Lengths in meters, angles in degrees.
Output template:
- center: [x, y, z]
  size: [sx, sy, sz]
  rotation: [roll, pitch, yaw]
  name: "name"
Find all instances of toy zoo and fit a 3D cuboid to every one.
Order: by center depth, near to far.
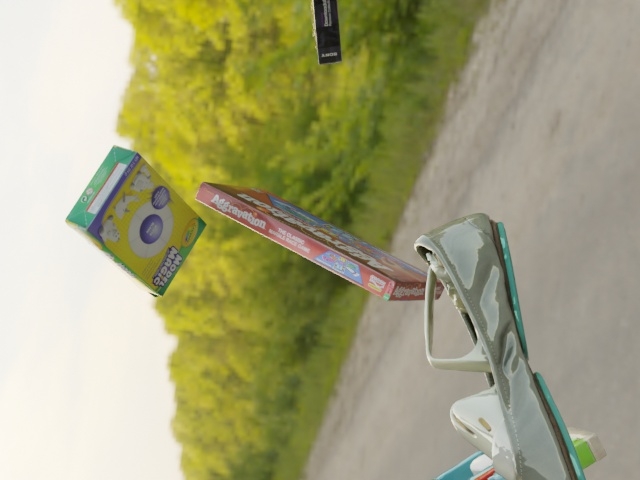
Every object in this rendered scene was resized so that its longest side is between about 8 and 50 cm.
- center: [0.162, 0.295, 1.424]
  size: [0.030, 0.293, 0.192]
  rotation: [62, 167, -3]
  name: "toy zoo"

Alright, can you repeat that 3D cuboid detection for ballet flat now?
- center: [0.102, 0.083, 0.748]
  size: [0.072, 0.068, 0.213]
  rotation: [71, -175, -61]
  name: "ballet flat"

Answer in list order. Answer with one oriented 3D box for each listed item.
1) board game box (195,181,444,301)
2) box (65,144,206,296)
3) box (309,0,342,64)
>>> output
- center: [0.000, 0.000, 1.482]
  size: [0.145, 0.281, 0.027]
  rotation: [1, -67, -61]
  name: "board game box"
- center: [-0.197, -0.013, 1.397]
  size: [0.105, 0.043, 0.179]
  rotation: [-60, -36, -15]
  name: "box"
- center: [0.001, -0.279, 1.322]
  size: [0.116, 0.029, 0.162]
  rotation: [-97, 3, -66]
  name: "box"
